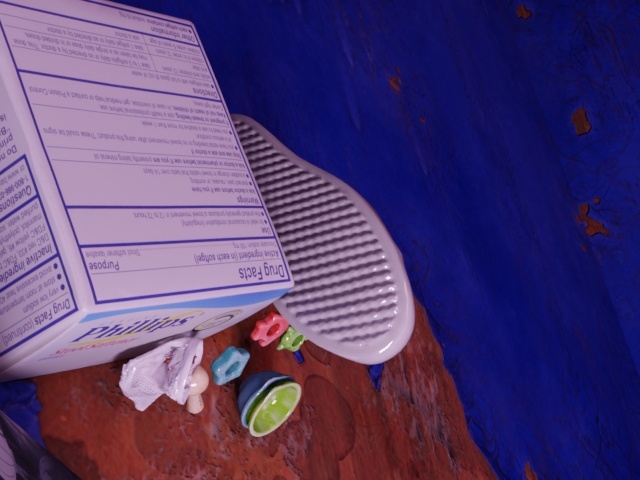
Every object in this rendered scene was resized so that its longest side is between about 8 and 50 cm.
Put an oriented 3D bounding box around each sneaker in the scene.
[{"bbox_3d":[0.000,0.000,0.971,0.150,0.135,0.366,37,11,-49],"label":"sneaker"}]

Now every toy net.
[{"bbox_3d":[-0.083,0.121,0.857,0.045,0.122,0.232,41,12,29],"label":"toy net"}]

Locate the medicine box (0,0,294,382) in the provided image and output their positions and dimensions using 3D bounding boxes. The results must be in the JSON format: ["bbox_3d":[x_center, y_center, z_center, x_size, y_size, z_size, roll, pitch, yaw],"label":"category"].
[{"bbox_3d":[-0.194,-0.052,0.799,0.263,0.149,0.289,-3,68,-58],"label":"medicine box"}]

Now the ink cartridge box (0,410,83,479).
[{"bbox_3d":[-0.173,0.185,0.530,0.165,0.065,0.333,57,-8,37],"label":"ink cartridge box"}]
